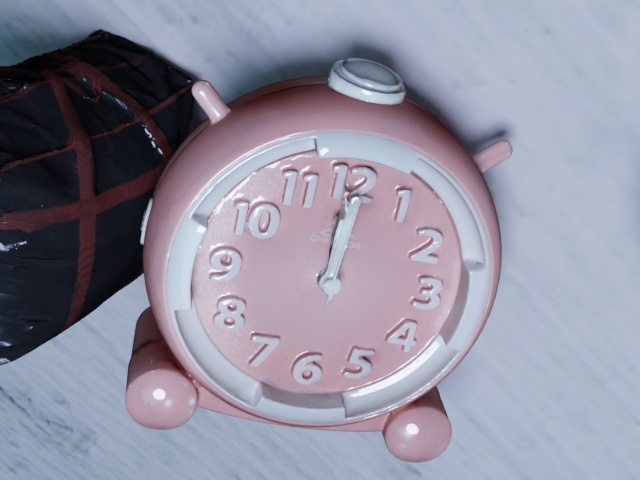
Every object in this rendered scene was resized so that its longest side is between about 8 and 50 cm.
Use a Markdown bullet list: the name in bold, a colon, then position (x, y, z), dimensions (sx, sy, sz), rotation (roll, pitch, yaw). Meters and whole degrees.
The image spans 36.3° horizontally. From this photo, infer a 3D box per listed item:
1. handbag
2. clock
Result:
- **handbag**: position (-0.183, -0.038, 0.640), dimensions (0.155, 0.215, 0.169), rotation (33, 123, 12)
- **clock**: position (0.000, 0.000, 0.628), dimensions (0.227, 0.142, 0.241), rotation (9, 116, -11)
